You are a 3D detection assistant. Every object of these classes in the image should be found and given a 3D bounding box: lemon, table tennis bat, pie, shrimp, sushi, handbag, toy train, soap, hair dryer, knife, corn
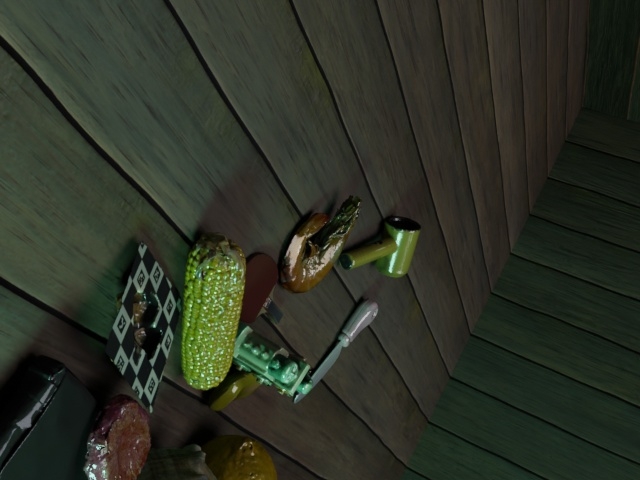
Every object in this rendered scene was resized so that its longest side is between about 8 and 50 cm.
[{"bbox_3d":[-0.176,0.475,1.454,0.188,0.188,0.257,-9,122,-62],"label":"lemon"},{"bbox_3d":[-0.114,0.104,1.470,0.130,0.019,0.220,-60,153,-18],"label":"table tennis bat"},{"bbox_3d":[-0.290,0.299,1.114,0.153,0.038,0.153,10,90,-75],"label":"pie"},{"bbox_3d":[0.000,0.000,1.566,0.249,0.068,0.150,-51,145,-22],"label":"shrimp"},{"bbox_3d":[-0.272,0.126,1.136,0.210,0.040,0.193,77,20,-56],"label":"sushi"},{"bbox_3d":[-0.381,0.295,1.030,0.247,0.080,0.223,81,30,-54],"label":"handbag"},{"bbox_3d":[-0.102,0.209,1.377,0.081,0.194,0.125,-58,147,-14],"label":"toy train"},{"bbox_3d":[-0.160,0.278,1.469,0.089,0.045,0.140,-50,164,21],"label":"soap"},{"bbox_3d":[0.134,0.034,1.851,0.278,0.090,0.135,-17,128,-51],"label":"hair dryer"},{"bbox_3d":[0.033,0.275,1.905,0.336,0.043,0.081,-48,156,-25],"label":"knife"},{"bbox_3d":[-0.177,0.126,1.265,0.106,0.106,0.293,-34,139,-50],"label":"corn"}]

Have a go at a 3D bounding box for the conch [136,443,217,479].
[{"bbox_3d":[-0.235,0.480,1.218,0.352,0.210,0.297,4,77,-43],"label":"conch"}]
